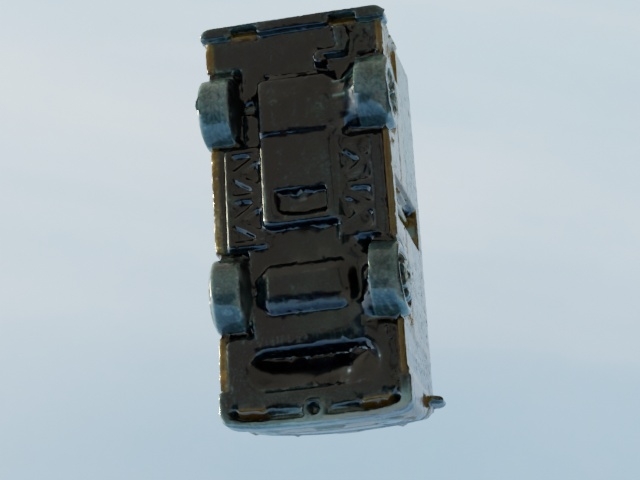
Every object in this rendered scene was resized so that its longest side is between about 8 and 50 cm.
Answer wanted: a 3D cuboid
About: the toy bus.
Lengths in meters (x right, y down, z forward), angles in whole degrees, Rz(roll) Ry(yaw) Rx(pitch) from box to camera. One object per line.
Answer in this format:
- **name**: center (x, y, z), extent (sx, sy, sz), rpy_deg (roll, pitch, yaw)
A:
- **toy bus**: center (0.000, 0.000, 0.795), extent (0.091, 0.182, 0.103), rpy_deg (-7, 162, 10)
